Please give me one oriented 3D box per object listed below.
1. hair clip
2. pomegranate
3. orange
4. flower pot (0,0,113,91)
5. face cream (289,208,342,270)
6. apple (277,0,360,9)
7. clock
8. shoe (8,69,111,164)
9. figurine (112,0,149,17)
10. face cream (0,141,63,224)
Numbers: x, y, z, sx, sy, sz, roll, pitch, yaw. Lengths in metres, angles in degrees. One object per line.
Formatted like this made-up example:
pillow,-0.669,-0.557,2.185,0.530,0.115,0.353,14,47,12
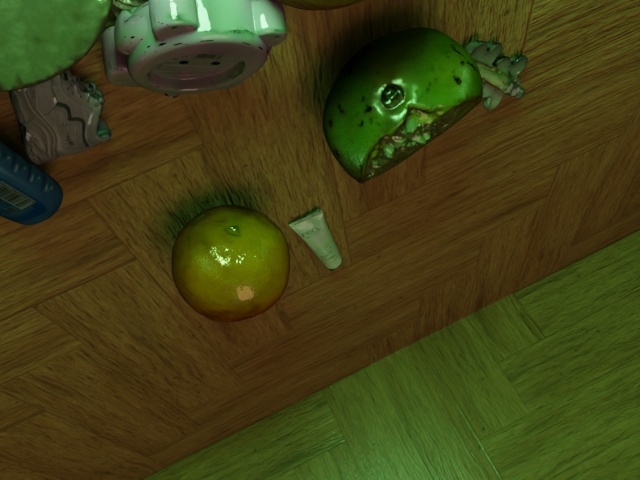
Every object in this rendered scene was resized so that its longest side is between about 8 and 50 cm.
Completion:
hair clip,0.380,-0.368,1.328,0.257,0.075,0.146,9,131,-38
pomegranate,0.145,-0.275,1.154,0.310,0.216,0.358,-38,179,15
orange,-0.194,0.048,1.287,0.261,0.261,0.261,-21,149,-13
flower pot,-0.337,-0.322,0.534,0.294,0.330,0.293,-21,147,-14
face cream,0.000,0.000,1.586,0.092,0.058,0.243,-26,144,5
apple,0.017,-0.435,0.712,0.302,0.301,0.301,-21,149,-13
clock,-0.180,-0.284,0.851,0.228,0.090,0.248,-8,180,-33
shoe,-0.392,-0.217,0.890,0.138,0.095,0.245,-18,152,-25
figurine,-0.250,-0.360,0.821,0.072,0.054,0.129,-9,147,-37
face cream,-0.534,-0.112,0.916,0.149,0.083,0.264,-9,154,15
